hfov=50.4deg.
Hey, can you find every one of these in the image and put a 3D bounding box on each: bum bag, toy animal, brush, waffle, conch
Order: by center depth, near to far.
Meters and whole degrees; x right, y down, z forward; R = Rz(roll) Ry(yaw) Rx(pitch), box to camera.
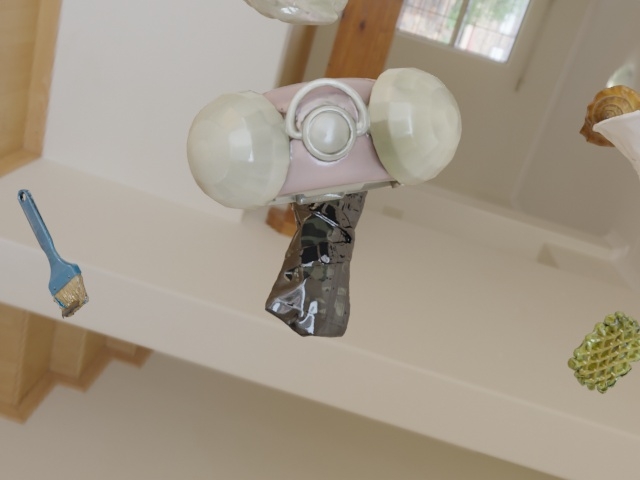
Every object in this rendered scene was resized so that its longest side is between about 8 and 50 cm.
[{"bbox_3d":[-0.313,0.010,0.785,0.051,0.164,0.014,-37,165,25],"label":"brush"},{"bbox_3d":[0.000,0.000,1.172,0.095,0.144,0.340,144,-41,-65],"label":"bum bag"},{"bbox_3d":[0.528,-0.211,1.198,0.330,0.093,0.109,-8,126,-57],"label":"conch"},{"bbox_3d":[-0.107,-0.549,1.397,0.188,0.308,0.266,-31,-134,44],"label":"toy animal"},{"bbox_3d":[0.624,0.243,1.473,0.183,0.169,0.036,-48,-151,5],"label":"waffle"}]

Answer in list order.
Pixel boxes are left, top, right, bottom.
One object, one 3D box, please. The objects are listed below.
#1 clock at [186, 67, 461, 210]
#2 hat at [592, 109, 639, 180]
[{"bbox_3d":[-0.001,-0.133,0.934,0.326,0.342,0.184,-127,-157,-82],"label":"clock"},{"bbox_3d":[0.379,-0.084,0.669,0.203,0.203,0.126,-22,100,-89],"label":"hat"}]
